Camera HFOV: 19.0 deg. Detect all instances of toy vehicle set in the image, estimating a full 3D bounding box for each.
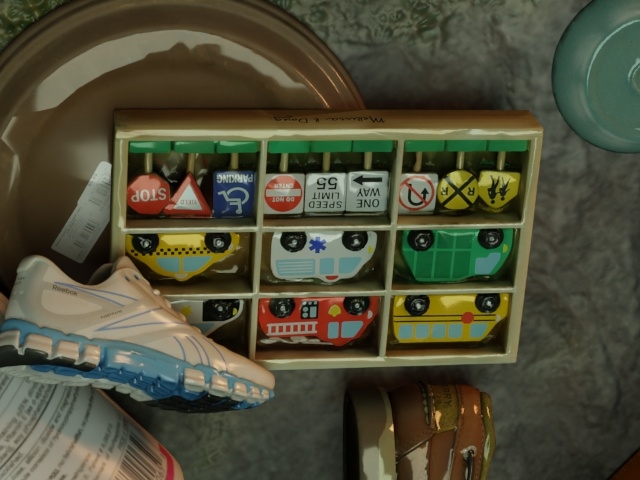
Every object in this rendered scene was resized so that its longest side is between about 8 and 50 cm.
[{"bbox_3d":[0.000,0.000,1.211,0.267,0.035,0.166,-1,114,-9],"label":"toy vehicle set"}]

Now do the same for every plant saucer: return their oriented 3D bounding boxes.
[{"bbox_3d":[0.212,-0.109,1.251,0.119,0.021,0.119,-4,115,-8],"label":"plant saucer"},{"bbox_3d":[-0.097,-0.029,1.225,0.278,0.041,0.277,-4,115,-8],"label":"plant saucer"}]

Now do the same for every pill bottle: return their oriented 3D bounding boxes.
[{"bbox_3d":[-0.232,0.111,1.196,0.160,0.160,0.283,-39,113,8],"label":"pill bottle"}]

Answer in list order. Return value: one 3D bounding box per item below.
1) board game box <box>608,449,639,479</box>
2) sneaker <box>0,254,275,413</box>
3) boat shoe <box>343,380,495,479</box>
[{"bbox_3d":[0.394,0.311,1.284,0.356,0.356,0.356,38,102,-22],"label":"board game box"},{"bbox_3d":[-0.105,0.054,1.163,0.191,0.082,0.071,19,154,-34],"label":"sneaker"},{"bbox_3d":[0.074,0.245,1.336,0.104,0.110,0.307,-4,114,-7],"label":"boat shoe"}]
